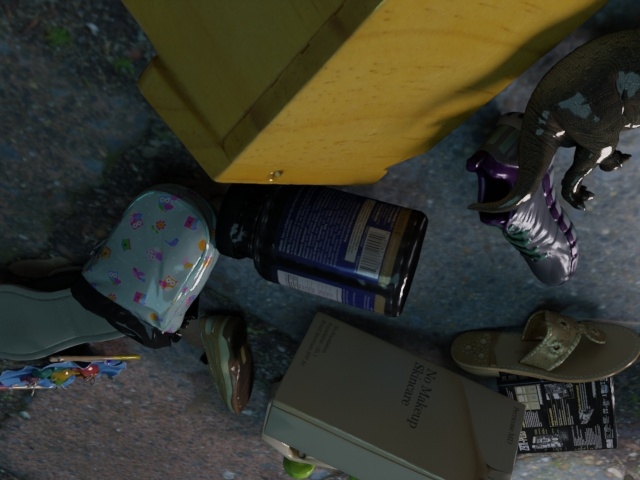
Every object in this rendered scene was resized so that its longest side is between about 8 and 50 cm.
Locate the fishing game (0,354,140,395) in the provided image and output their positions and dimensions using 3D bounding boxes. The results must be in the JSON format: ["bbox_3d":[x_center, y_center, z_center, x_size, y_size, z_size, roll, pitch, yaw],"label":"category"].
[{"bbox_3d":[-0.395,0.213,0.993,0.264,0.041,0.189,-22,158,35],"label":"fishing game"}]

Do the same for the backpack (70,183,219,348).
[{"bbox_3d":[-0.187,0.022,0.752,0.152,0.115,0.182,33,93,-7],"label":"backpack"}]

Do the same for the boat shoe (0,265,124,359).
[{"bbox_3d":[-0.355,0.096,0.898,0.303,0.091,0.114,-4,104,16],"label":"boat shoe"}]

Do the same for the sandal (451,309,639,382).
[{"bbox_3d":[0.286,0.129,0.837,0.240,0.088,0.079,-7,137,21],"label":"sandal"}]

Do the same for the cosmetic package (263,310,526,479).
[{"bbox_3d":[0.098,0.240,0.868,0.310,0.160,0.113,22,139,6],"label":"cosmetic package"}]

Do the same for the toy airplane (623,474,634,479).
[{"bbox_3d":[0.617,0.363,0.922,0.386,0.272,0.384,-17,151,-25],"label":"toy airplane"}]

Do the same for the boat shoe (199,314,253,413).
[{"bbox_3d":[-0.147,0.183,0.977,0.072,0.068,0.189,10,124,16],"label":"boat shoe"}]

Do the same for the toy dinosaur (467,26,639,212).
[{"bbox_3d":[0.268,-0.130,0.586,0.314,0.121,0.160,-22,119,18],"label":"toy dinosaur"}]

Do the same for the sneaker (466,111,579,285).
[{"bbox_3d":[0.207,-0.022,0.692,0.083,0.098,0.223,20,144,52],"label":"sneaker"}]

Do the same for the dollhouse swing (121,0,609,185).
[{"bbox_3d":[0.013,-0.266,0.536,0.315,0.304,0.347,-5,151,-49],"label":"dollhouse swing"}]

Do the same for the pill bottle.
[{"bbox_3d":[0.000,0.000,0.727,0.219,0.122,0.122,16,134,11],"label":"pill bottle"}]

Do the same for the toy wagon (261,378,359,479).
[{"bbox_3d":[0.080,0.315,1.054,0.345,0.068,0.267,11,133,-2],"label":"toy wagon"}]

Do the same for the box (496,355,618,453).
[{"bbox_3d":[0.336,0.222,0.920,0.148,0.077,0.180,-10,129,18],"label":"box"}]
